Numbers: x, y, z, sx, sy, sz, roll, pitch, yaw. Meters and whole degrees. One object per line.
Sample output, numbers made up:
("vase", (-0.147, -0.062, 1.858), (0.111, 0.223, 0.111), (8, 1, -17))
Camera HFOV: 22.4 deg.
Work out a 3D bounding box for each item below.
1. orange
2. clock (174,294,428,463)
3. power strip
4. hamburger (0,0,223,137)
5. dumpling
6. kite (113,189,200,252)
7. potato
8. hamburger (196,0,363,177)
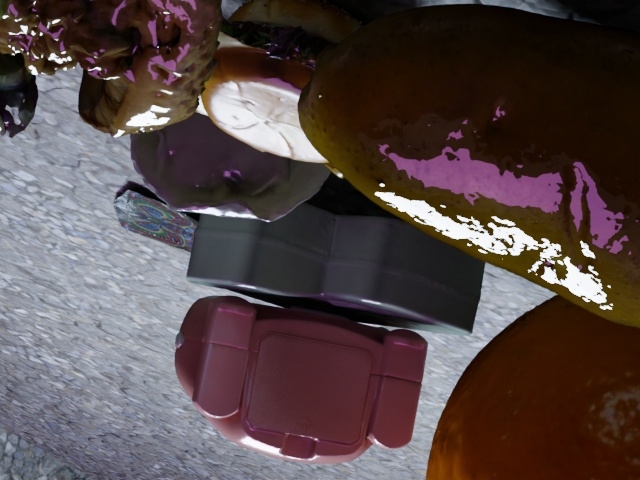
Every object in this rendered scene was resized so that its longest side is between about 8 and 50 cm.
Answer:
("orange", (0.301, 0.210, 1.441), (0.424, 0.326, 0.424), (9, 169, 2))
("clock", (-0.035, 0.134, 1.586), (0.227, 0.142, 0.241), (12, 178, -14))
("power strip", (0.000, 0.000, 1.527), (0.229, 0.141, 0.261), (3, 168, 42))
("hamburger", (-0.138, -0.196, 0.904), (0.195, 0.276, 0.318), (15, 156, -8))
("dumpling", (-0.083, -0.070, 1.369), (0.188, 0.127, 0.108), (17, 154, -8))
("kite", (-0.095, 0.014, 1.780), (0.285, 0.015, 0.152), (25, 163, -3))
("potato", (0.167, -0.056, 1.090), (0.369, 0.176, 0.195), (20, 168, -2))
("hamburger", (-0.020, -0.126, 1.214), (0.190, 0.093, 0.164), (25, 157, -17))
